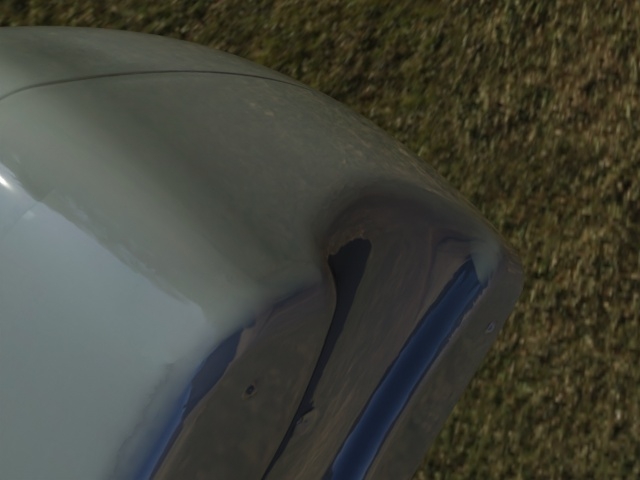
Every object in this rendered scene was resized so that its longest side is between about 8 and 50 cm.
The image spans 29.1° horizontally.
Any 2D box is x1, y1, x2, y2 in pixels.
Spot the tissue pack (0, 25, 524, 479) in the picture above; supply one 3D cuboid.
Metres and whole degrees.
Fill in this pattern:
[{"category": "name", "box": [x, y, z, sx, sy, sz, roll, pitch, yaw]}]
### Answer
[{"category": "tissue pack", "box": [-0.079, 0.027, 0.558, 0.236, 0.333, 0.229, 36, 108, 22]}]
